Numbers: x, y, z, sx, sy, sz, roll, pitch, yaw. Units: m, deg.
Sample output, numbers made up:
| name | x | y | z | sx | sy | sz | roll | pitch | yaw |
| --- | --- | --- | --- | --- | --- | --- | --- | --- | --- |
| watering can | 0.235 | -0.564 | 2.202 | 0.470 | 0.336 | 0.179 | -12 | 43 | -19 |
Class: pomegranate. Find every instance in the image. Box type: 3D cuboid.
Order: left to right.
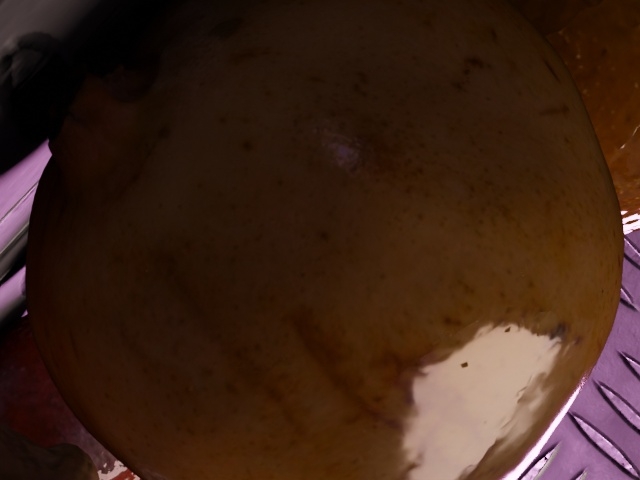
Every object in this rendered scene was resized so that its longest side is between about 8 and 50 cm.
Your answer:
| name | x | y | z | sx | sy | sz | roll | pitch | yaw |
| --- | --- | --- | --- | --- | --- | --- | --- | --- | --- |
| pomegranate | 0.000 | 0.000 | 0.681 | 0.264 | 0.264 | 0.264 | -47 | -179 | 1 |

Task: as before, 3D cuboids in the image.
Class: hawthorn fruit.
| name | x | y | z | sx | sy | sz | roll | pitch | yaw |
| --- | --- | --- | --- | --- | --- | --- | --- | --- | --- |
| hawthorn fruit | -0.187 | 0.132 | 1.154 | 0.173 | 0.173 | 0.173 | -47 | -179 | 1 |

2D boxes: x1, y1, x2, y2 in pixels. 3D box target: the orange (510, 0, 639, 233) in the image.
| name | x | y | z | sx | sy | sz | roll | pitch | yaw |
| --- | --- | --- | --- | --- | --- | --- | --- | --- | --- |
| orange | 0.130 | -0.129 | 0.882 | 0.274 | 0.274 | 0.274 | -47 | -179 | 1 |

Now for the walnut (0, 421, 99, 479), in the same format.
| name | x | y | z | sx | sy | sz | roll | pitch | yaw |
| --- | --- | --- | --- | --- | --- | --- | --- | --- | --- |
| walnut | -0.224 | 0.230 | 0.930 | 0.283 | 0.227 | 0.283 | -51 | -169 | 14 |
